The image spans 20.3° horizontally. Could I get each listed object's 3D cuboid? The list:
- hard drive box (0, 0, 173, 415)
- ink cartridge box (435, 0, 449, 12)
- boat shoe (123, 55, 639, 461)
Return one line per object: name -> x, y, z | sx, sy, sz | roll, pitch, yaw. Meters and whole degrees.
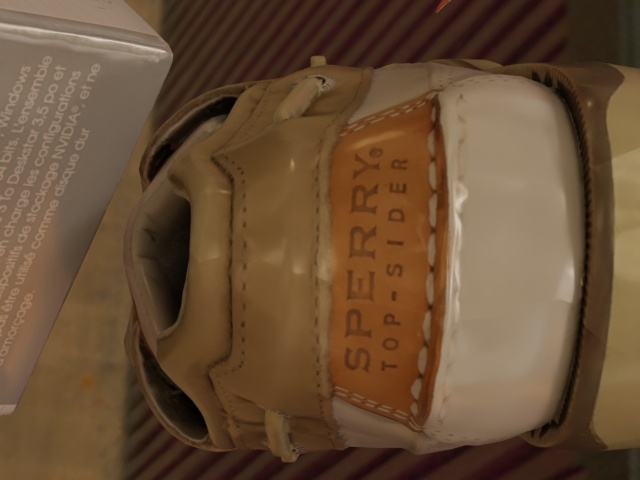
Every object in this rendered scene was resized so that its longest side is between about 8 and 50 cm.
hard drive box -> -0.174, -0.054, 0.309 | 0.232, 0.089, 0.181 | 4, 31, -44
ink cartridge box -> 0.122, -0.235, 1.075 | 0.045, 0.145, 0.179 | 40, 44, -10
boat shoe -> 0.000, 0.000, 0.466 | 0.103, 0.302, 0.113 | 2, 85, -9
